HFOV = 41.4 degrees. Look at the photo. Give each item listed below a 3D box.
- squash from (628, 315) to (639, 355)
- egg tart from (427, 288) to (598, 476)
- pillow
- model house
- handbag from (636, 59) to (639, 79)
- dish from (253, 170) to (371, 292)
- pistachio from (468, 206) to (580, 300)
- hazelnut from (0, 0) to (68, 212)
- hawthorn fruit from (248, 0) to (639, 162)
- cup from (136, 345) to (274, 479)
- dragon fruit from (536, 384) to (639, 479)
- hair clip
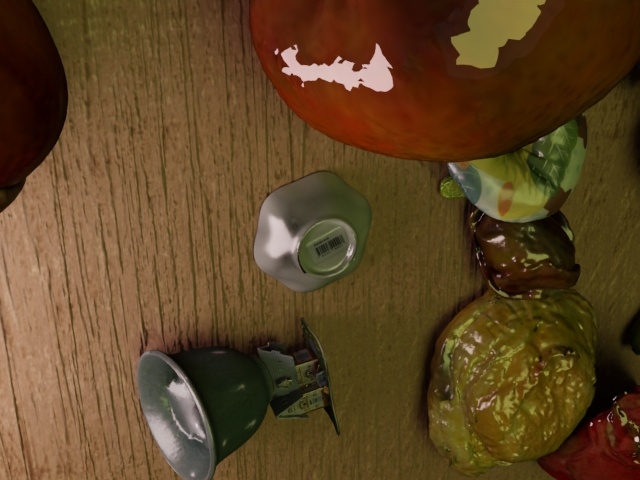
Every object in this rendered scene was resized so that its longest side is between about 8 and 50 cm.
[{"bbox_3d":[0.694,0.084,1.543,0.094,0.094,0.341,36,94,-32],"label":"squash"},{"bbox_3d":[0.336,0.234,1.420,0.352,0.153,0.339,-25,117,-13],"label":"egg tart"},{"bbox_3d":[0.291,-0.142,1.246,0.214,0.086,0.233,25,86,-13],"label":"pillow"},{"bbox_3d":[-0.038,0.215,1.269,0.088,0.117,0.167,-17,121,-12],"label":"model house"},{"bbox_3d":[0.573,-0.330,1.254,0.254,0.181,0.181,-40,129,-3],"label":"handbag"},{"bbox_3d":[0.000,0.000,1.214,0.191,0.066,0.190,-9,116,-20],"label":"dish"},{"bbox_3d":[0.318,0.012,1.324,0.210,0.130,0.165,40,88,-14],"label":"pistachio"},{"bbox_3d":[-0.426,-0.136,0.837,0.372,0.315,0.372,-31,151,-20],"label":"hazelnut"},{"bbox_3d":[0.145,-0.301,0.949,0.472,0.472,0.471,-9,116,-20],"label":"hawthorn fruit"},{"bbox_3d":[-0.147,0.224,1.202,0.150,0.199,0.199,-20,120,-36],"label":"cup"},{"bbox_3d":[0.559,0.375,1.455,0.286,0.228,0.329,-27,161,-10],"label":"dragon fruit"},{"bbox_3d":[0.270,-0.103,1.306,0.189,0.033,0.060,-17,118,-16],"label":"hair clip"}]
